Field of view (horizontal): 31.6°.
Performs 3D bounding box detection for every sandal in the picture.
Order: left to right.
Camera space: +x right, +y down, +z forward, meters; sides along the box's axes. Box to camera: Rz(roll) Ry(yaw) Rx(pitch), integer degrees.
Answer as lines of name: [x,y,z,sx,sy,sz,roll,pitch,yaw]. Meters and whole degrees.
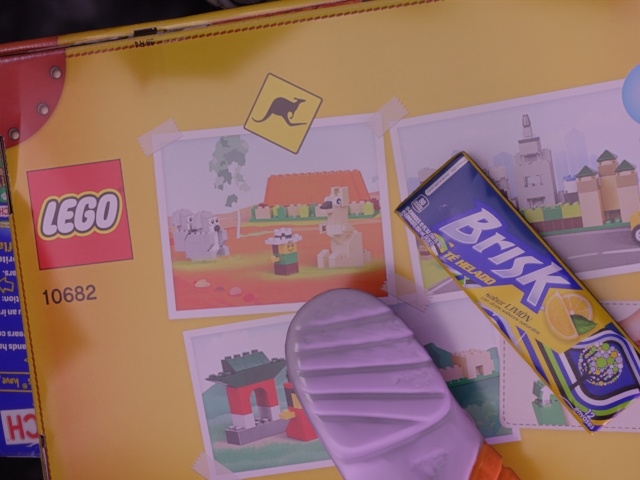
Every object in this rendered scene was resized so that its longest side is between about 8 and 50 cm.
sandal: [0.057,0.143,0.665,0.102,0.076,0.265,-31,99,-20]

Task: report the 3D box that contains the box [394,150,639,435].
box: [0.118,0.027,0.654,0.054,0.059,0.169,-42,87,8]

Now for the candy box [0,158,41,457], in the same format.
candy box: [-0.216,0.027,1.008,0.268,0.122,0.317,0,93,14]

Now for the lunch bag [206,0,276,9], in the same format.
lunch bag: [-0.116,-0.295,0.836,0.305,0.212,0.256,15,72,36]

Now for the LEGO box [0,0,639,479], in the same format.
LEGO box: [0.053,0.020,0.795,0.500,0.193,0.373,-6,93,11]
